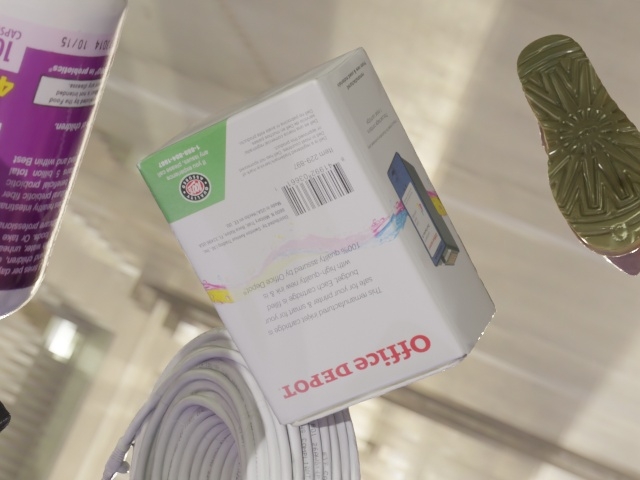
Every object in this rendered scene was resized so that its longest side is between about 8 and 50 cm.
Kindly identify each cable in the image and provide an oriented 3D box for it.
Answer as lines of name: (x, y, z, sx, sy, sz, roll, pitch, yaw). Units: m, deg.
cable: (-0.064, 0.195, 1.463, 0.089, 0.257, 0.257, 9, -144, -32)

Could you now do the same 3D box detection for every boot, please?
boot: (0.268, -0.038, 1.757, 0.089, 0.236, 0.269, -19, 149, 10)

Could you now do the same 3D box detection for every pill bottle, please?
pill bottle: (-0.248, -0.051, 1.271, 0.169, 0.301, 0.169, 18, -164, -5)

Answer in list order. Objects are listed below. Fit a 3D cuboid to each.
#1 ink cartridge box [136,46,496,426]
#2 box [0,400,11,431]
ink cartridge box: (0.000, 0.000, 1.299, 0.154, 0.093, 0.212, -23, 100, 27)
box: (-0.300, 0.051, 0.890, 0.142, 0.163, 0.247, -33, 95, 40)
